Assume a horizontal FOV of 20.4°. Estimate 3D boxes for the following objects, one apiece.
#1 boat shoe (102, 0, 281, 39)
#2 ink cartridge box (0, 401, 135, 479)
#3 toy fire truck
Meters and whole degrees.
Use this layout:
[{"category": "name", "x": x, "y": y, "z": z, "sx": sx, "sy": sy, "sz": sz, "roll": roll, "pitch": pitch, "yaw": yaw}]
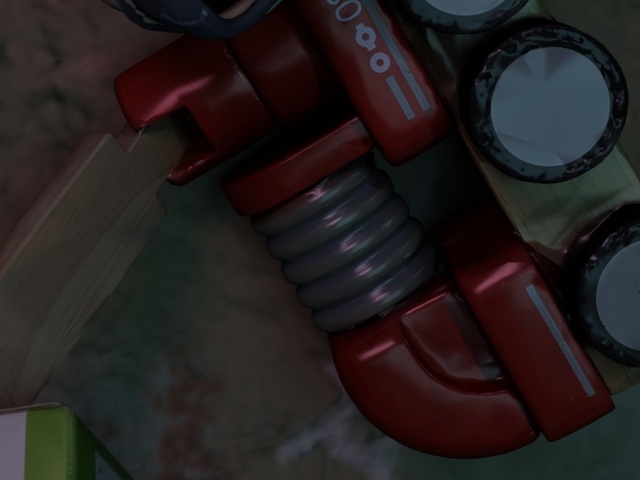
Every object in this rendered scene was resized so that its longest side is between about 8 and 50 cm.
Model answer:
[{"category": "boat shoe", "x": 0.019, "y": -0.171, "z": 0.583, "sx": 0.254, "sy": 0.079, "sz": 0.095, "roll": -48, "pitch": 131, "yaw": -11}, {"category": "ink cartridge box", "x": -0.189, "y": 0.168, "z": 0.589, "sx": 0.255, "sy": 0.097, "sz": 0.188, "roll": -7, "pitch": 63, "yaw": 9}, {"category": "toy fire truck", "x": 0.000, "y": 0.000, "z": 0.661, "sx": 0.246, "sy": 0.158, "sz": 0.217, "roll": -30, "pitch": 103, "yaw": 4}]
